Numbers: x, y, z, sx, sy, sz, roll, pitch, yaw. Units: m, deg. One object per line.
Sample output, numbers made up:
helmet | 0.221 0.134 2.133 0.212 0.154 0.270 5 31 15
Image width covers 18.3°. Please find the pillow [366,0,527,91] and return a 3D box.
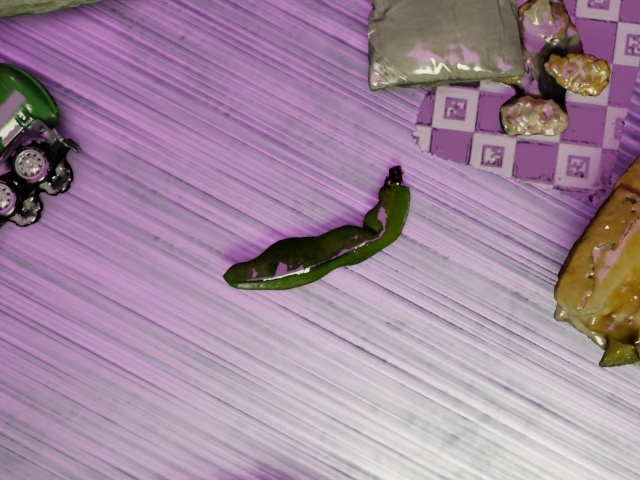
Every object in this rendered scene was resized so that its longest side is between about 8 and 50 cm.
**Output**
pillow | 0.109 -0.253 1.818 0.148 0.050 0.229 -2 83 1

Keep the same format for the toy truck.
toy truck | -0.329 -0.046 1.833 0.125 0.101 0.242 42 90 7

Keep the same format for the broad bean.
broad bean | 0.006 0.005 1.839 0.195 0.046 0.061 -32 77 -1

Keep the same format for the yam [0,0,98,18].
yam | -0.321 -0.256 1.820 0.330 0.133 0.133 -4 91 0

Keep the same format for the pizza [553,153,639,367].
pizza | 0.396 0.011 1.762 0.392 0.080 0.435 2 90 -10

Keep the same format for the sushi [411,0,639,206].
sushi | 0.201 -0.158 1.828 0.193 0.040 0.210 16 92 3
